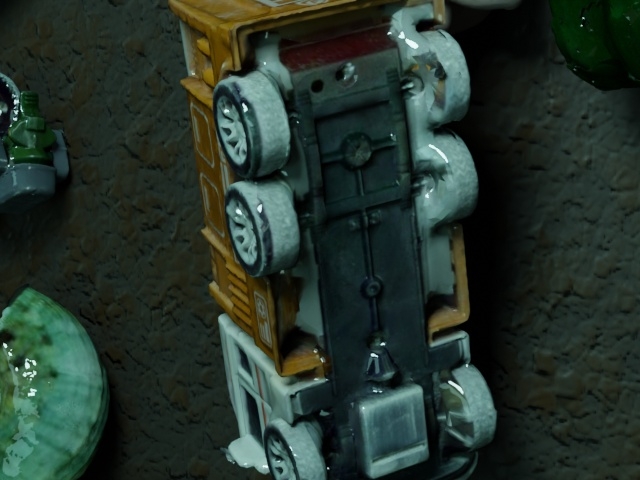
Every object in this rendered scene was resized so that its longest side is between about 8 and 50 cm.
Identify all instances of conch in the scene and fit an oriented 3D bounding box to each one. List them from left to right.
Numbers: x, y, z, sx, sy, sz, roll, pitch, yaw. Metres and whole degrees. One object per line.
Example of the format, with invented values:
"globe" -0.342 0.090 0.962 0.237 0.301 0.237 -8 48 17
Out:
"conch" -0.255 0.153 1.550 0.188 0.122 0.176 -57 33 28

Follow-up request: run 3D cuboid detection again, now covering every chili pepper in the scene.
"chili pepper" 0.230 -0.227 1.170 0.165 0.174 0.261 10 105 56

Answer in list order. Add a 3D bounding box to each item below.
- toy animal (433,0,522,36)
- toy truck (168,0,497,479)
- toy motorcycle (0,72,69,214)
"toy animal" 0.078 -0.199 1.312 0.212 0.124 0.124 -29 81 64
"toy truck" 0.000 0.000 1.292 0.207 0.173 0.387 34 135 58
"toy motorcycle" -0.337 -0.030 1.573 0.275 0.125 0.187 -27 74 32
